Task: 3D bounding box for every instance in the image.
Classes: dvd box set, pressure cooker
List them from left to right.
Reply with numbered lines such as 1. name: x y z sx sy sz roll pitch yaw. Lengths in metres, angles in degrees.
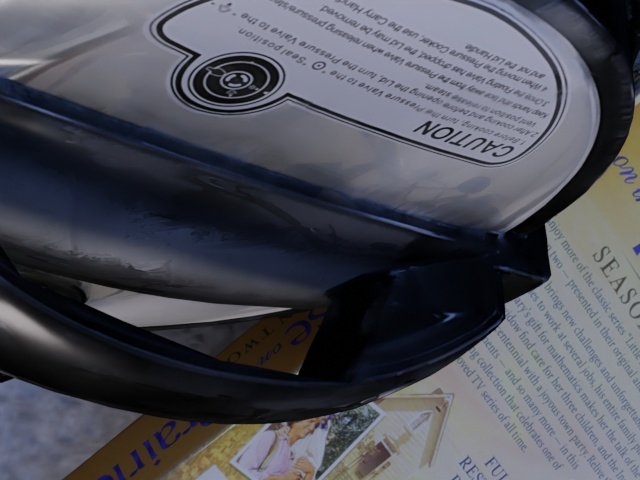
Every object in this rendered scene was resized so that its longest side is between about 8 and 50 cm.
1. pressure cooker: -0.065 -0.137 0.685 0.370 0.375 0.420 -3 68 -5
2. dvd box set: 0.086 0.124 0.915 0.420 0.062 0.307 -39 123 -2
